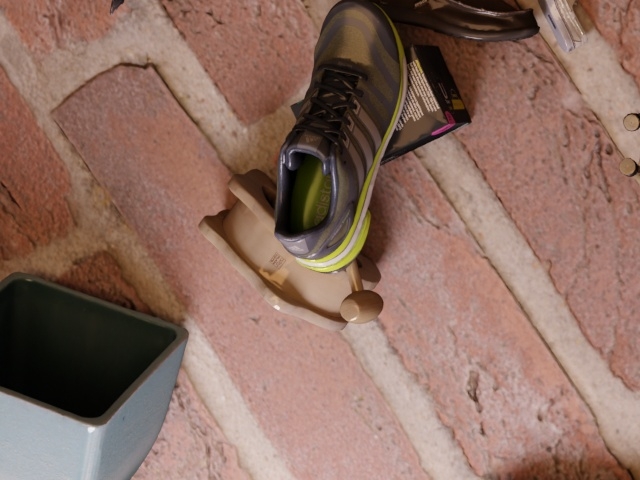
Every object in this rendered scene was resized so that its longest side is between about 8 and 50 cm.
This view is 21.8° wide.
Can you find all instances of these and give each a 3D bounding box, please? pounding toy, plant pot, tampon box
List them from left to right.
[{"bbox_3d":[-0.333,0.228,2.005,0.247,0.248,0.252,19,119,14],"label":"plant pot"},{"bbox_3d":[0.000,0.000,1.922,0.269,0.154,0.155,45,108,27],"label":"pounding toy"},{"bbox_3d":[0.071,-0.143,1.882,0.161,0.120,0.101,-25,88,19],"label":"tampon box"}]

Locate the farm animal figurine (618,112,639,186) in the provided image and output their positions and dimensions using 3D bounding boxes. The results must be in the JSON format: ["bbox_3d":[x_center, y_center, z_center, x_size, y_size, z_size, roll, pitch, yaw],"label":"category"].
[{"bbox_3d":[0.425,-0.222,1.748,0.330,0.172,0.326,-37,74,26],"label":"farm animal figurine"}]

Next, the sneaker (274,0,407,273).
[{"bbox_3d":[0.017,-0.115,1.766,0.111,0.121,0.299,8,88,18],"label":"sneaker"}]

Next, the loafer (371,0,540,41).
[{"bbox_3d":[0.141,-0.273,1.863,0.220,0.080,0.078,14,102,15],"label":"loafer"}]

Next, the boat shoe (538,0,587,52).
[{"bbox_3d":[0.269,-0.261,1.854,0.035,0.035,0.100,-24,86,-8],"label":"boat shoe"}]

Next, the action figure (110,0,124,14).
[{"bbox_3d":[-0.315,-0.356,1.965,0.276,0.141,0.164,5,88,18],"label":"action figure"}]
